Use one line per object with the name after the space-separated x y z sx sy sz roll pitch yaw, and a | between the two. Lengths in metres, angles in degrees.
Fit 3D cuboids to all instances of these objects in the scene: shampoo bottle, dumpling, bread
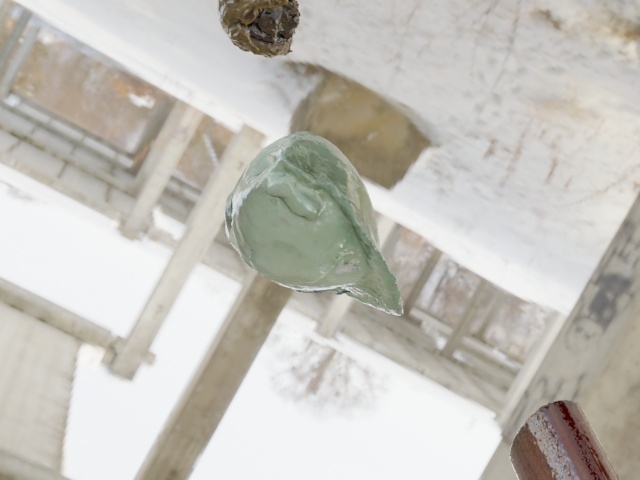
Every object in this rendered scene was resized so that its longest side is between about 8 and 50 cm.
0.242 0.267 0.904 0.064 0.102 0.260 6 -143 -20 | shampoo bottle
-0.012 -0.001 0.768 0.105 0.149 0.217 -17 -178 -16 | dumpling
-0.055 -0.221 0.977 0.082 0.113 0.060 2 -133 -11 | bread
